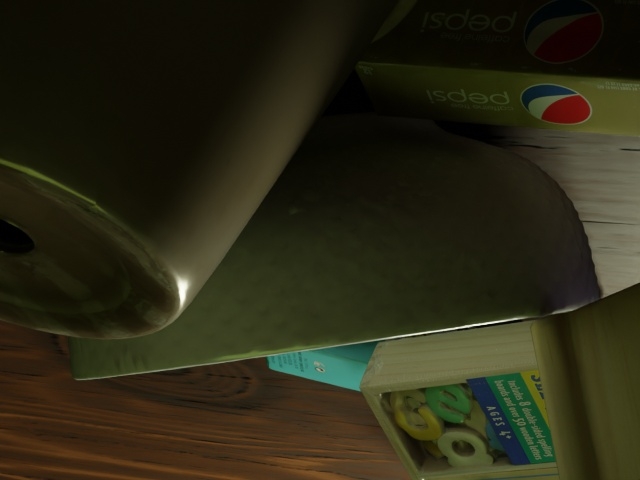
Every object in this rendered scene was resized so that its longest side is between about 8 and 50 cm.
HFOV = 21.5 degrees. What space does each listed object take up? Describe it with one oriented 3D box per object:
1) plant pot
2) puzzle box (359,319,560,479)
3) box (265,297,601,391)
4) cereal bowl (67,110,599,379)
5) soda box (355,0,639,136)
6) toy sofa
[{"bbox_3d":[-0.114,-0.117,0.840,0.323,0.280,0.323,14,153,7],"label":"plant pot"},{"bbox_3d":[0.233,0.223,1.237,0.272,0.052,0.409,-11,123,31],"label":"puzzle box"},{"bbox_3d":[0.085,0.072,1.288,0.244,0.101,0.060,13,154,10],"label":"box"},{"bbox_3d":[0.000,0.000,1.081,0.338,0.141,0.339,-9,177,0],"label":"cereal bowl"},{"bbox_3d":[0.114,-0.104,0.965,0.181,0.061,0.058,6,153,24],"label":"soda box"},{"bbox_3d":[0.291,0.112,1.021,0.362,0.150,0.177,2,162,-33],"label":"toy sofa"}]
